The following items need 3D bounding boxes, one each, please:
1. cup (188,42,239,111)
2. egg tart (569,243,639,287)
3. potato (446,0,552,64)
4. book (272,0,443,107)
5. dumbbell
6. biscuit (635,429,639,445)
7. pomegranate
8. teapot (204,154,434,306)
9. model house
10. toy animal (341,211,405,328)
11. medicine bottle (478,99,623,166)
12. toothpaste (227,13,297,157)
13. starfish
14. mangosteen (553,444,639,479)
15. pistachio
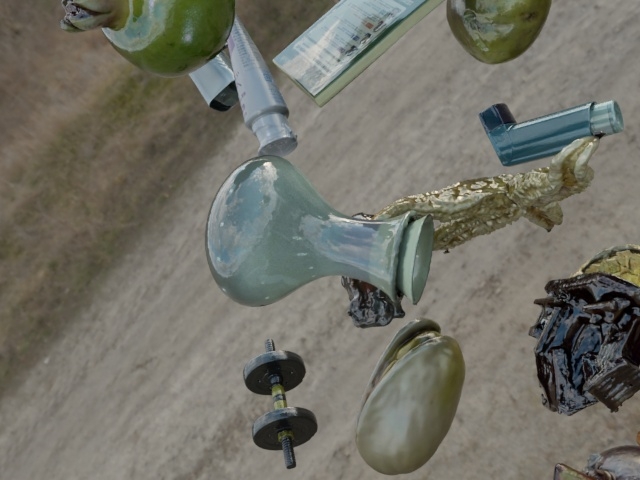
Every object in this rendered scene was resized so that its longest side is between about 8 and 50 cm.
[{"bbox_3d":[-0.214,-0.366,1.823,0.128,0.095,0.129,-40,76,16],"label":"cup"},{"bbox_3d":[0.664,0.138,1.798,0.290,0.107,0.291,-22,42,22],"label":"egg tart"},{"bbox_3d":[0.291,-0.391,1.389,0.228,0.148,0.197,-98,26,-54],"label":"potato"},{"bbox_3d":[0.056,-0.348,1.393,0.264,0.027,0.202,-41,39,2],"label":"book"},{"bbox_3d":[-0.090,0.351,1.837,0.143,0.143,0.325,-37,44,24],"label":"dumbbell"},{"bbox_3d":[0.532,0.214,1.122,0.202,0.334,0.047,-53,55,12],"label":"biscuit"},{"bbox_3d":[-0.192,-0.274,0.980,0.179,0.179,0.210,-29,22,34],"label":"pomegranate"},{"bbox_3d":[0.000,0.000,0.976,0.250,0.183,0.183,9,61,18],"label":"teapot"},{"bbox_3d":[0.335,0.138,1.065,0.164,0.141,0.203,-53,-3,-11],"label":"model house"},{"bbox_3d":[0.080,0.056,1.320,0.106,0.168,0.343,-12,10,6],"label":"toy animal"},{"bbox_3d":[0.431,-0.217,1.580,0.258,0.079,0.124,-10,88,34],"label":"medicine bottle"},{"bbox_3d":[-0.113,-0.273,1.354,0.073,0.114,0.299,-22,69,5],"label":"toothpaste"},{"bbox_3d":[0.221,-0.050,1.182,0.324,0.432,0.082,-10,82,12],"label":"starfish"},{"bbox_3d":[0.471,0.420,1.307,0.235,0.261,0.235,-49,17,20],"label":"mangosteen"},{"bbox_3d":[0.147,0.275,1.465,0.166,0.197,0.288,33,116,55],"label":"pistachio"}]
